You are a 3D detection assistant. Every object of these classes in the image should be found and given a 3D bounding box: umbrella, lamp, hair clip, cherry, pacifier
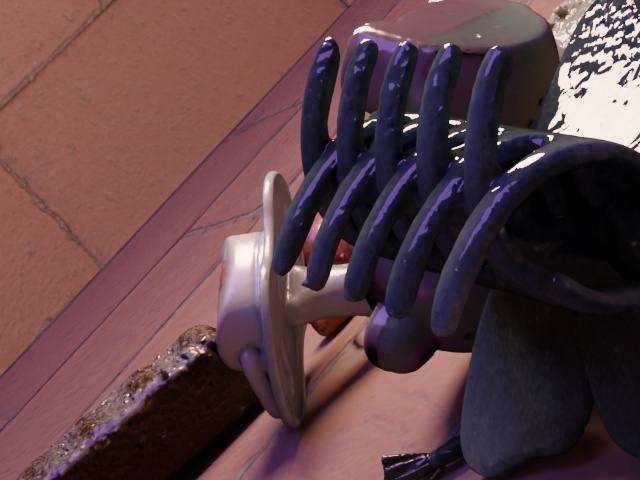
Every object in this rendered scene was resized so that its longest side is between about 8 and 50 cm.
[{"bbox_3d":[0.105,0.166,1.429,0.269,0.044,0.044,-37,42,21],"label":"umbrella"},{"bbox_3d":[0.142,-0.043,1.498,0.247,0.301,0.247,17,31,31],"label":"lamp"},{"bbox_3d":[0.133,-0.017,1.205,0.318,0.238,0.392,20,93,64],"label":"hair clip"},{"bbox_3d":[0.000,0.000,2.159,0.107,0.090,0.225,-46,13,-2],"label":"cherry"},{"bbox_3d":[0.008,0.064,1.817,0.226,0.238,0.287,-7,42,11],"label":"pacifier"}]

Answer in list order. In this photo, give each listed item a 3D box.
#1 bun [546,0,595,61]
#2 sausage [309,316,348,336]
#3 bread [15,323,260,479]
[{"bbox_3d":[0.302,-0.236,2.022,0.141,0.083,0.141,-41,16,14],"label":"bun"},{"bbox_3d":[0.052,0.035,2.005,0.186,0.043,0.043,-49,14,-23],"label":"sausage"},{"bbox_3d":[-0.251,0.258,1.976,0.416,0.113,0.165,-41,7,-10],"label":"bread"}]
